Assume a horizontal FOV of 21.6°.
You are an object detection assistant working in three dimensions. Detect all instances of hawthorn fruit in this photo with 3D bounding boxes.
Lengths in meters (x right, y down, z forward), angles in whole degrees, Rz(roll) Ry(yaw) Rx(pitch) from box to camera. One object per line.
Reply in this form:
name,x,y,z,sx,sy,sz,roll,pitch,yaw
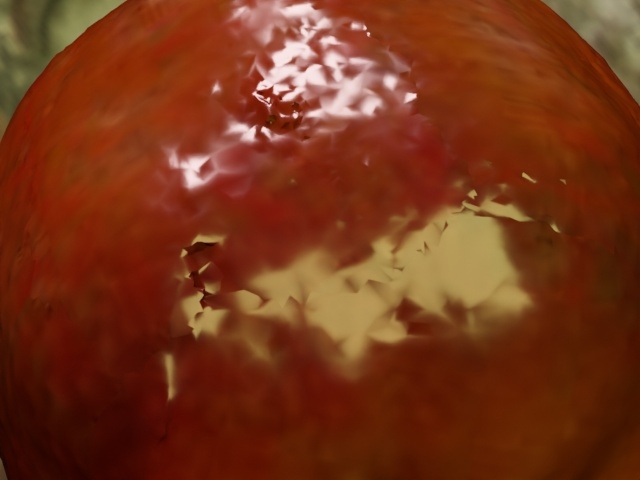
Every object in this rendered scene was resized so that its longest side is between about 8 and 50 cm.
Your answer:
hawthorn fruit,0.000,0.000,0.488,0.211,0.211,0.299,-9,54,-12
